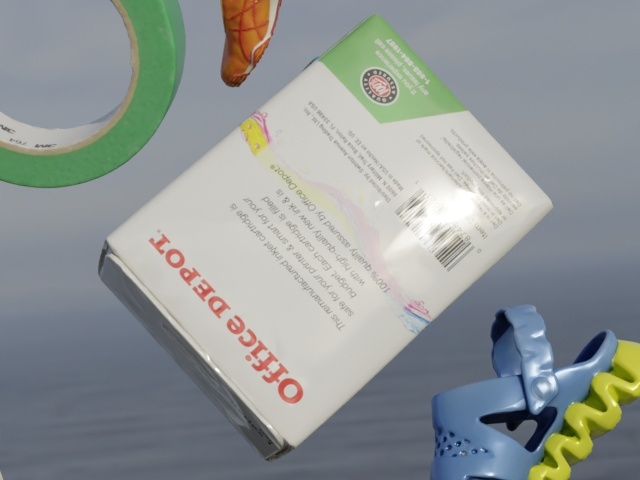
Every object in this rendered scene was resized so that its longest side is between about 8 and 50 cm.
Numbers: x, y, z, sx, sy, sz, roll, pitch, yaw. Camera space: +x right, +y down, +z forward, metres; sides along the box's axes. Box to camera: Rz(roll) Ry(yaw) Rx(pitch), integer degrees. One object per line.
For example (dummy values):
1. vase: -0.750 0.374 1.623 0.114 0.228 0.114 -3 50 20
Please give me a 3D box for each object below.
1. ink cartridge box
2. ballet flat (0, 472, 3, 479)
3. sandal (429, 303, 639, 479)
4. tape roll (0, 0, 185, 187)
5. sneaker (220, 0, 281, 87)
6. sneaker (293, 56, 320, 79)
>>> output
1. ink cartridge box: 0.000 0.000 1.357 0.278 0.201 0.117 -42 -3 -17
2. ballet flat: -0.225 0.213 1.123 0.086 0.248 0.086 1 16 0
3. sandal: 0.143 0.176 1.534 0.317 0.138 0.126 -48 -1 -22
4. tape roll: -0.317 -0.221 2.061 0.321 0.321 0.077 -5 21 8
5. sneaker: -0.063 -0.212 1.526 0.067 0.175 0.064 13 27 -5
6. sneaker: 0.035 -0.173 2.149 0.135 0.058 0.052 26 17 -24
